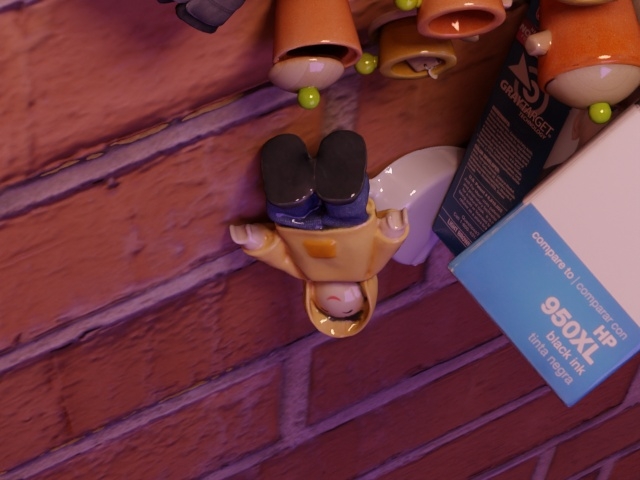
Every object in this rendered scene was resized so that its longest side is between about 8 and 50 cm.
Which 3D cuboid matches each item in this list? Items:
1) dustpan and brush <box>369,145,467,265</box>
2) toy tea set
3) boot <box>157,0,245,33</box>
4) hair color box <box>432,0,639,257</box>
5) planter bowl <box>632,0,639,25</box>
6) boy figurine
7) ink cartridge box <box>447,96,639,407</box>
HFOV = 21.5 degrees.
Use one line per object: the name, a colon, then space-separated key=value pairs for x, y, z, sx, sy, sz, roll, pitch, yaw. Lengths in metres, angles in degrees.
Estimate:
dustpan and brush: x=0.072 y=-0.045 z=1.749 sx=0.147 sy=0.060 sz=0.211 roll=-56 pitch=154 yaw=19
toy tea set: x=0.126 y=-0.154 z=1.402 sx=0.336 sy=0.124 sz=0.200 roll=-9 pitch=166 yaw=14
boot: x=-0.060 y=-0.262 z=1.154 sx=0.223 sy=0.118 sz=0.338 roll=-29 pitch=150 yaw=6
hair color box: x=0.258 y=-0.117 z=1.704 sx=0.174 sy=0.105 sz=0.347 roll=-13 pitch=140 yaw=-34
planter bowl: x=0.325 y=-0.234 z=1.486 sx=0.162 sy=0.109 sz=0.162 roll=-38 pitch=176 yaw=-4
boy figurine: x=0.000 y=0.000 z=1.676 sx=0.177 sy=0.092 sz=0.285 roll=-2 pitch=148 yaw=4
ink cartridge box: x=0.325 y=-0.055 z=1.491 sx=0.395 sy=0.166 sz=0.285 roll=-41 pitch=175 yaw=12
